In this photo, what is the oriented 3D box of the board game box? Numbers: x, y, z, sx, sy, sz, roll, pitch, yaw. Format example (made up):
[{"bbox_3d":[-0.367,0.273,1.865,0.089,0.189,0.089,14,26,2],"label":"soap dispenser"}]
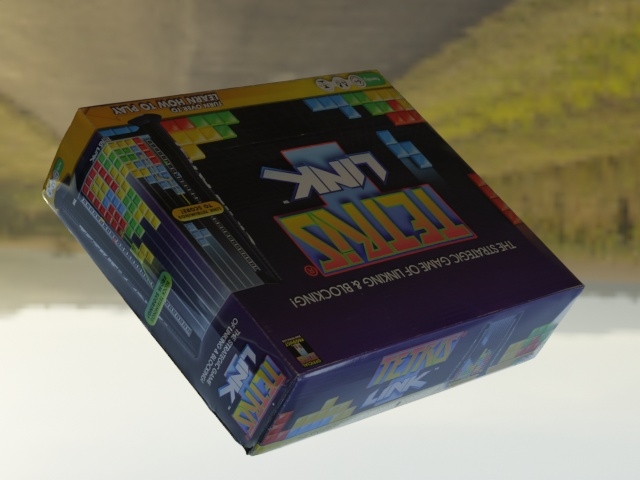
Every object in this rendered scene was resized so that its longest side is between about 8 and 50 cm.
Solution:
[{"bbox_3d":[0.000,0.000,0.663,0.170,0.048,0.141,-14,-128,-46],"label":"board game box"}]
